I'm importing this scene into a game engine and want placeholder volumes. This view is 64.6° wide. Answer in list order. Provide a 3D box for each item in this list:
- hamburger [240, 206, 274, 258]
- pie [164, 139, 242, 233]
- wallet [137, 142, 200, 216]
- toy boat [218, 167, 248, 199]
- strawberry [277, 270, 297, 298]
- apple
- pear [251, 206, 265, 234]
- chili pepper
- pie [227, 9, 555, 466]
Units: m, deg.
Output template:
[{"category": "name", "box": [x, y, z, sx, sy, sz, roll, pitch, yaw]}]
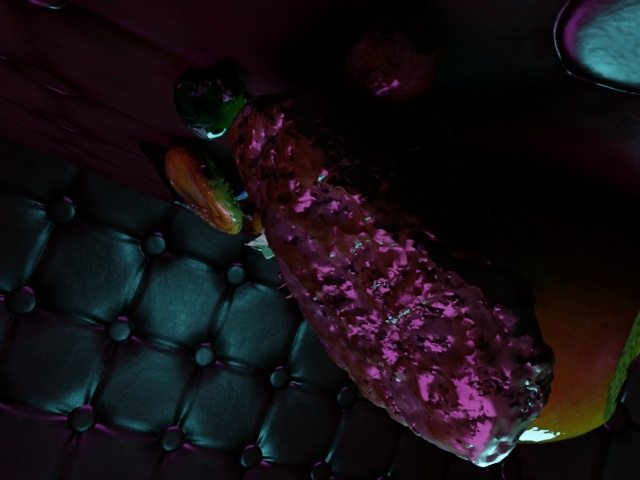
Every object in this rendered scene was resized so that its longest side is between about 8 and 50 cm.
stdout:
[{"category": "hamburger", "box": [-0.180, -0.019, 1.803, 0.276, 0.150, 0.260, 23, 171, -17]}, {"category": "pie", "box": [-0.275, -0.120, 1.198, 0.273, 0.069, 0.273, 41, 152, 27]}, {"category": "wallet", "box": [-0.368, -0.141, 1.456, 0.247, 0.041, 0.323, 51, -171, 25]}, {"category": "toy boat", "box": [-0.237, -0.143, 1.262, 0.175, 0.091, 0.110, 8, 172, 41]}, {"category": "strawberry", "box": [0.076, 0.056, 1.334, 0.343, 0.292, 0.292, 3, -173, -44]}, {"category": "apple", "box": [0.291, 0.115, 0.737, 0.384, 0.374, 0.374, 23, 172, -21]}, {"category": "pear", "box": [-0.133, -0.068, 1.501, 0.141, 0.104, 0.141, 25, -164, -8]}, {"category": "chili pepper", "box": [-0.159, -0.201, 0.732, 0.108, 0.062, 0.216, 23, 170, -21]}, {"category": "pie", "box": [0.048, 0.024, 0.561, 0.180, 0.418, 0.395, -23, -173, -19]}]
